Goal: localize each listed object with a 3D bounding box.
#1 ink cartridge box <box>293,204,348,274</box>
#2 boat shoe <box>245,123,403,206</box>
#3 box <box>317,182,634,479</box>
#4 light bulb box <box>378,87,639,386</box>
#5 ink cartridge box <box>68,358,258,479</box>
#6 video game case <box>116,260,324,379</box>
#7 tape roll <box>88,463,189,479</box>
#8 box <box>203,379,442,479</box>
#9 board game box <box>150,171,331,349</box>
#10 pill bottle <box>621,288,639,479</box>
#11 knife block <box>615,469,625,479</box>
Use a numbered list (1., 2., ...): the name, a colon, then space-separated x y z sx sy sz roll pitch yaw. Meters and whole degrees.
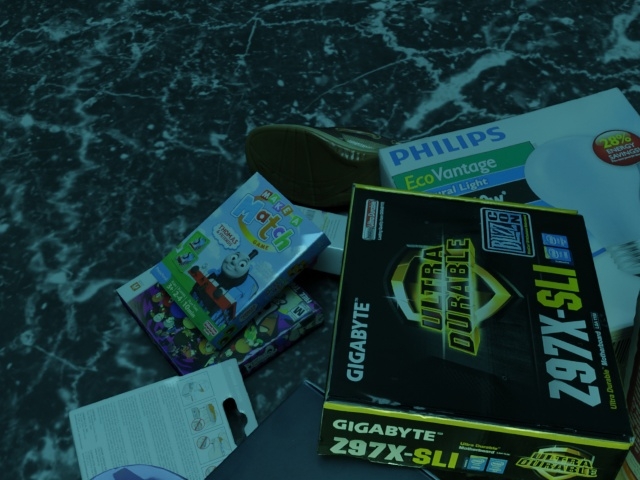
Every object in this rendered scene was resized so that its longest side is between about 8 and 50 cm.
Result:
1. ink cartridge box: 0.000 0.000 1.250 0.122 0.052 0.088 12 36 5
2. boat shoe: 0.049 -0.123 1.350 0.342 0.123 0.123 10 22 21
3. box: 0.141 0.076 0.825 0.257 0.079 0.322 9 38 2
4. light bulb box: 0.295 0.030 1.105 0.357 0.225 0.361 -16 51 -6
5. ink cartridge box: -0.187 0.266 1.066 0.224 0.056 0.181 -17 56 -11
6. video game case: -0.146 0.094 1.219 0.210 0.042 0.232 -33 54 -19
7. tape roll: -0.203 0.348 0.943 0.189 0.080 0.189 1 72 -4
8. box: -0.050 0.367 0.803 0.179 0.312 0.343 33 60 28
9. board game box: -0.114 0.024 1.184 0.211 0.039 0.160 -43 57 -6
10. pill bottle: 0.407 0.111 0.789 0.224 0.392 0.224 -6 48 7
11. knife block: 0.330 0.331 0.936 0.242 0.088 0.276 -22 51 -13
